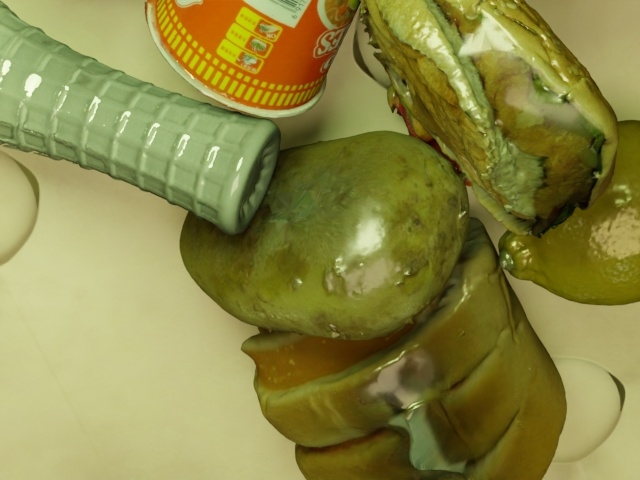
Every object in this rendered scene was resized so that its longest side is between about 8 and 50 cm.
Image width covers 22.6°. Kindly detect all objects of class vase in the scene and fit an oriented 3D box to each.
[{"bbox_3d":[-0.192,-0.105,1.476,0.298,0.143,0.143,22,117,10],"label":"vase"}]

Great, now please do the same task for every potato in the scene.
[{"bbox_3d":[0.000,0.000,1.559,0.307,0.210,0.173,-2,153,36],"label":"potato"}]

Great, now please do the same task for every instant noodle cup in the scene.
[{"bbox_3d":[-0.032,-0.249,1.421,0.193,0.193,0.212,21,132,-17],"label":"instant noodle cup"}]

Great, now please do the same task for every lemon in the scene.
[{"bbox_3d":[0.293,-0.023,1.614,0.248,0.184,0.184,-24,119,2],"label":"lemon"}]

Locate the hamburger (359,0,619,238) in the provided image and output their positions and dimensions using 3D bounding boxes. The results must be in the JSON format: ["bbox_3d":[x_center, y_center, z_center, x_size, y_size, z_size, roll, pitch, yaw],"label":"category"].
[{"bbox_3d":[0.149,-0.134,1.376,0.134,0.285,0.265,-33,82,-2],"label":"hamburger"}]

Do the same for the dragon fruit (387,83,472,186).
[{"bbox_3d":[0.153,-0.120,1.577,0.133,0.208,0.150,-44,158,28],"label":"dragon fruit"}]

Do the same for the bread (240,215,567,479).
[{"bbox_3d":[0.107,0.185,1.699,0.300,0.210,0.341,-22,120,8],"label":"bread"}]
